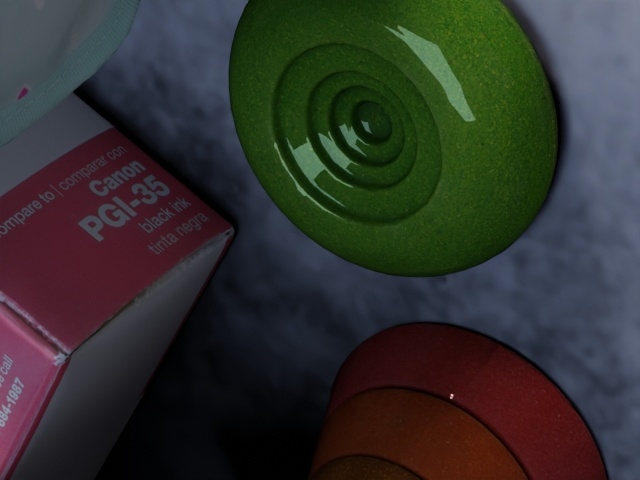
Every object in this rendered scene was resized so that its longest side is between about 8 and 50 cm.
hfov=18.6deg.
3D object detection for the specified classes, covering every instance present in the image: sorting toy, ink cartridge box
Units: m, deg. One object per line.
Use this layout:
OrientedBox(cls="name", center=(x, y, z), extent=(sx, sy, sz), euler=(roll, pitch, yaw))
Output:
OrientedBox(cls="sorting toy", center=(0.000, 0.000, 0.650), extent=(0.127, 0.126, 0.366), euler=(6, 120, 34))
OrientedBox(cls="ink cartridge box", center=(-0.204, -0.008, 0.798), extent=(0.283, 0.117, 0.207), euler=(40, 132, 9))

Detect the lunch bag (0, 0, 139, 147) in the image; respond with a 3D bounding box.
OrientedBox(cls="lunch bag", center=(-0.140, -0.155, 0.562), extent=(0.160, 0.262, 0.223), euler=(-7, 118, -6))
